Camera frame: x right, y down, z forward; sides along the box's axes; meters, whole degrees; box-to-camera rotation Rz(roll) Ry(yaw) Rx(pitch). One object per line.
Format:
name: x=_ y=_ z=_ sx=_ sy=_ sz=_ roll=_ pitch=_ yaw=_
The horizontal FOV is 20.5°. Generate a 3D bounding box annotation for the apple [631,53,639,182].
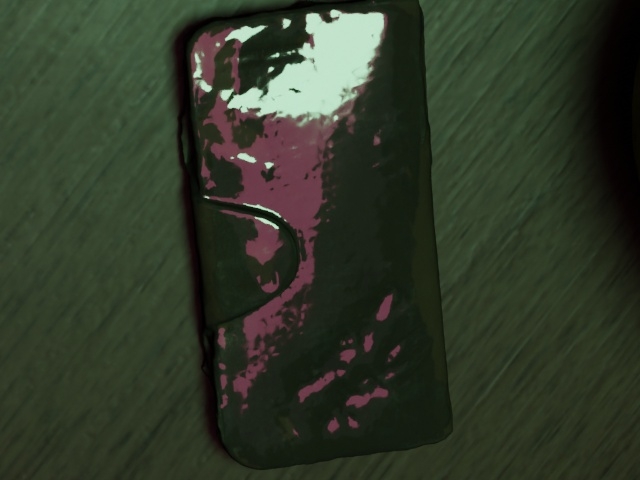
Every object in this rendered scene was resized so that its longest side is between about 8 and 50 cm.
apple: x=0.397 y=-0.074 z=1.079 sx=0.400 sy=0.333 sz=0.400 roll=-4 pitch=106 yaw=-16

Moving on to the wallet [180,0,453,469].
wallet: x=0.000 y=0.000 z=1.145 sx=0.165 sy=0.042 sz=0.310 roll=-9 pitch=108 yaw=-15
